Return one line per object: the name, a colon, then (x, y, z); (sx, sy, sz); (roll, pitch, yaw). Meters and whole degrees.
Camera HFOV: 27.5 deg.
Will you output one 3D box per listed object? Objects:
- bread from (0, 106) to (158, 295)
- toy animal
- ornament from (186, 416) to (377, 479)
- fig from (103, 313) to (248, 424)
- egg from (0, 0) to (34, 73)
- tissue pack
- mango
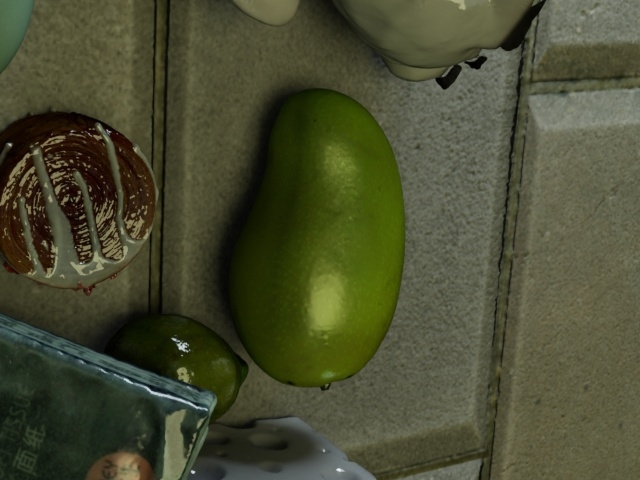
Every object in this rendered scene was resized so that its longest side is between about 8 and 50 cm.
bread: (-0.222, -0.034, 1.155); (0.160, 0.073, 0.161); (-11, 112, -31)
toy animal: (0.019, -0.277, 1.183); (0.357, 0.194, 0.258); (15, 122, -20)
ornament: (-0.079, 0.332, 1.268); (0.239, 0.239, 0.240); (1, 106, -33)
fig: (-0.125, 0.123, 1.251); (0.156, 0.123, 0.123); (-16, 115, -46)
egg: (-0.298, -0.216, 0.984); (0.168, 0.168, 0.231); (-16, 119, -28)
tissue pack: (-0.272, 0.181, 1.092); (0.315, 0.103, 0.228); (21, 91, -1)
mango: (0.000, 0.000, 1.276); (0.175, 0.143, 0.293); (4, 93, -28)
